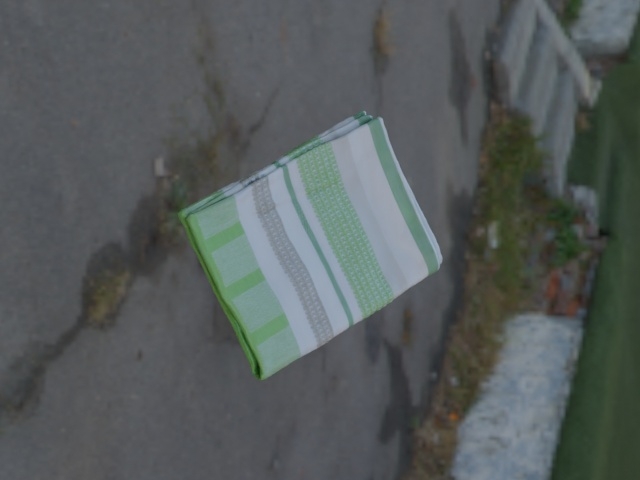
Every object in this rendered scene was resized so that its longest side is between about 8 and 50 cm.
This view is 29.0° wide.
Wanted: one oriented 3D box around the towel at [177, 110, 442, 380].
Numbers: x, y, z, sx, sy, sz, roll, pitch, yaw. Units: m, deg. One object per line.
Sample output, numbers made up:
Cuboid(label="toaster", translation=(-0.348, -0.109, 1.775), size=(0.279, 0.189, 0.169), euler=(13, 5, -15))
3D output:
Cuboid(label="towel", translation=(0.000, 0.000, 0.737), size=(0.152, 0.023, 0.113), euler=(-31, 99, -33))
